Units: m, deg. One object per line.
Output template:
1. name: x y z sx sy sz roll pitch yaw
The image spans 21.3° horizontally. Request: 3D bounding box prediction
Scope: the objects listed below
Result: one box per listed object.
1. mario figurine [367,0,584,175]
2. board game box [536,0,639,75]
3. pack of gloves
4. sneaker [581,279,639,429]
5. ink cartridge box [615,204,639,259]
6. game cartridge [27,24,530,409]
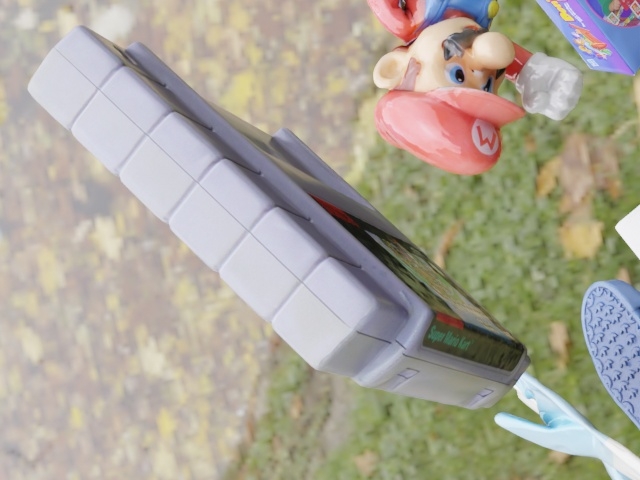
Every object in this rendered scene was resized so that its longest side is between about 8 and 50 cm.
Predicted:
1. mario figurine: 0.135 -0.210 1.519 0.170 0.198 0.320 79 -171 -65
2. board game box: 0.380 -0.405 2.020 0.233 0.347 0.078 45 165 -33
3. pack of gloves: 0.212 0.179 1.341 0.232 0.195 0.046 39 85 28
4. sneaker: 0.321 0.130 1.507 0.232 0.090 0.081 61 140 17
5. ink cartridge box: 0.450 0.030 1.617 0.207 0.117 0.283 -42 75 20
6. game cartridge: 0.000 0.000 0.981 0.230 0.355 0.068 39 95 20
